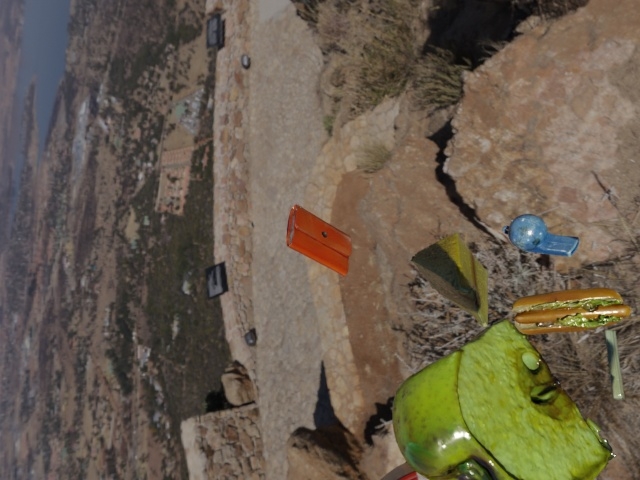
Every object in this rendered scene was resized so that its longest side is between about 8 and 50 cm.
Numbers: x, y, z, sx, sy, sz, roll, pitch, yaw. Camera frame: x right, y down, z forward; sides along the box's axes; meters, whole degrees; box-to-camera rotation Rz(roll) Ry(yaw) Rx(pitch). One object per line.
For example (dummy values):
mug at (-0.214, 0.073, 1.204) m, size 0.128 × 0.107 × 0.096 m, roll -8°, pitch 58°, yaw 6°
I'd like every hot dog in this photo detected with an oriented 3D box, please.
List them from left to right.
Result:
hot dog at (0.793, 0.226, 1.404) m, size 0.337 × 0.100 × 0.135 m, roll -11°, pitch 85°, yaw 25°

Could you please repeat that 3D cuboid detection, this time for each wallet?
wallet at (0.000, 0.000, 1.225) m, size 0.045 × 0.204 × 0.142 m, roll -34°, pitch 39°, yaw 40°

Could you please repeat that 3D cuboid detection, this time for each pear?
pear at (0.229, 0.268, 0.607) m, size 0.238 × 0.255 × 0.164 m, roll 57°, pitch 137°, yaw 19°

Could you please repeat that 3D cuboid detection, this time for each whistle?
whistle at (0.483, -0.017, 0.988) m, size 0.158 × 0.090 × 0.090 m, roll 9°, pitch 93°, yaw 51°

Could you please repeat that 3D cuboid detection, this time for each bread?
bread at (0.479, 0.176, 1.632) m, size 0.245 × 0.361 × 0.233 m, roll -32°, pitch 106°, yaw 30°

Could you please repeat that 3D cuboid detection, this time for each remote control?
remote control at (1.017, 0.428, 1.525) m, size 0.038 × 0.098 × 0.233 m, roll -7°, pitch 70°, yaw 33°

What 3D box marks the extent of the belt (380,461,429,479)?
belt at (0.195, 0.592, 0.892) m, size 0.227 × 0.115 × 0.323 m, roll 31°, pitch 80°, yaw 12°
